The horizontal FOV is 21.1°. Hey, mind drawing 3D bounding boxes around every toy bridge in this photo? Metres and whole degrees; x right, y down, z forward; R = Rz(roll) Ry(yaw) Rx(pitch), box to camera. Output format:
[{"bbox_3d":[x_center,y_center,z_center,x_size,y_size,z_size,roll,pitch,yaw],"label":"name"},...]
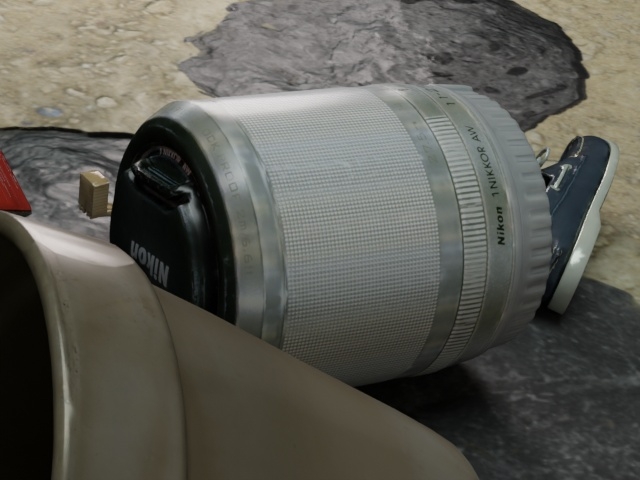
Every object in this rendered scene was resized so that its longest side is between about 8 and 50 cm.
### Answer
[{"bbox_3d":[-0.119,-0.044,1.453,0.188,0.063,0.026,-16,38,-36],"label":"toy bridge"}]

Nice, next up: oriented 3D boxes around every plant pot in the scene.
[{"bbox_3d":[-0.073,0.172,0.874,0.280,0.323,0.323,14,24,-29],"label":"plant pot"}]

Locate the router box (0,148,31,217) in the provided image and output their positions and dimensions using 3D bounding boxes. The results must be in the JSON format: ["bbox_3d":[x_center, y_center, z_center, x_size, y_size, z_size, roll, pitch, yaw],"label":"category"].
[{"bbox_3d":[-0.344,0.021,0.953,0.335,0.082,0.301,-26,1,0],"label":"router box"}]

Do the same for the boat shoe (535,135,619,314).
[{"bbox_3d":[0.201,-0.027,1.499,0.079,0.095,0.254,23,39,2],"label":"boat shoe"}]

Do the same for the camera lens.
[{"bbox_3d":[0.000,0.000,1.248,0.274,0.219,0.219,-7,33,-29],"label":"camera lens"}]
